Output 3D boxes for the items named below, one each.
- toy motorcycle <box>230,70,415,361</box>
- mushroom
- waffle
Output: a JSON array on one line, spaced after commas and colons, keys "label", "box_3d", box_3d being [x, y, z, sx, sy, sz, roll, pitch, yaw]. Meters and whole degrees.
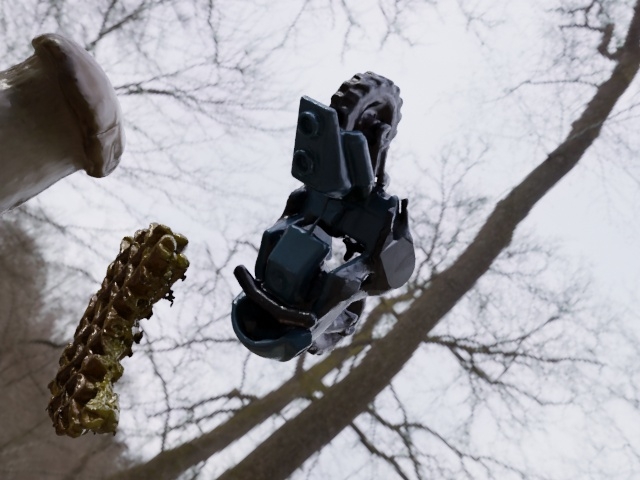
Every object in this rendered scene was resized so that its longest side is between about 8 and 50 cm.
[{"label": "toy motorcycle", "box_3d": [0.000, 0.000, 1.082, 0.172, 0.232, 0.416, 33, -50, 30]}, {"label": "mushroom", "box_3d": [-0.343, -0.043, 0.632, 0.154, 0.407, 0.137, 63, -23, -6]}, {"label": "waffle", "box_3d": [-0.264, 0.118, 1.118, 0.069, 0.293, 0.259, 30, -15, -24]}]
